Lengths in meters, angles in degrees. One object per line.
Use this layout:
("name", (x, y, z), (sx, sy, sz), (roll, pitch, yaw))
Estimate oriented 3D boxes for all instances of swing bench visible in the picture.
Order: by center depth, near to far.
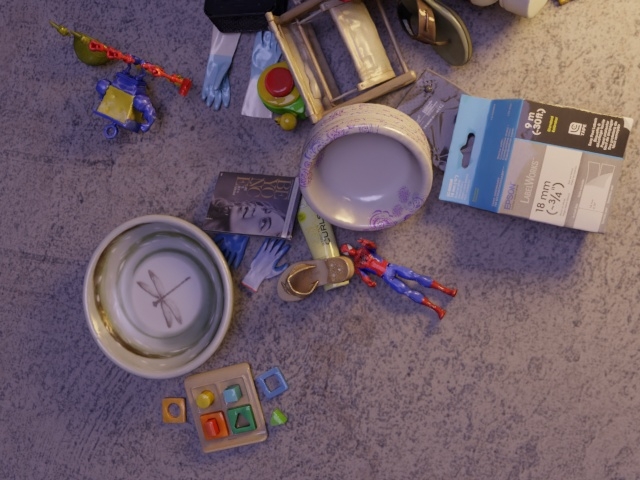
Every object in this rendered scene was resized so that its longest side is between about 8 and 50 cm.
("swing bench", (0.049, -0.421, 1.431), (0.255, 0.165, 0.253), (-21, 97, 13))

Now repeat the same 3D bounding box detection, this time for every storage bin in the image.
("storage bin", (-0.177, -0.576, 1.548), (0.180, 0.084, 0.122), (2, 81, 14))

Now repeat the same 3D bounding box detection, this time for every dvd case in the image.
("dvd case", (-0.159, -0.086, 1.550), (0.221, 0.018, 0.164), (6, 65, 14))

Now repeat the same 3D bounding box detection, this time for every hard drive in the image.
("hard drive", (0.292, -0.247, 1.451), (0.255, 0.054, 0.172), (39, 99, 10))

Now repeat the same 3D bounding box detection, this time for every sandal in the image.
("sandal", (0.208, -0.488, 1.401), (0.303, 0.120, 0.086), (43, 76, -16))
("sandal", (-0.039, 0.086, 1.476), (0.240, 0.079, 0.088), (-20, 81, 38))

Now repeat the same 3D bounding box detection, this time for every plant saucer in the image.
("plant saucer", (-0.388, 0.136, 1.600), (0.401, 0.100, 0.400), (0, 91, 14))

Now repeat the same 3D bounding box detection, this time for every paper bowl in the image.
("paper bowl", (0.099, -0.169, 1.413), (0.284, 0.148, 0.284), (3, 131, 3))

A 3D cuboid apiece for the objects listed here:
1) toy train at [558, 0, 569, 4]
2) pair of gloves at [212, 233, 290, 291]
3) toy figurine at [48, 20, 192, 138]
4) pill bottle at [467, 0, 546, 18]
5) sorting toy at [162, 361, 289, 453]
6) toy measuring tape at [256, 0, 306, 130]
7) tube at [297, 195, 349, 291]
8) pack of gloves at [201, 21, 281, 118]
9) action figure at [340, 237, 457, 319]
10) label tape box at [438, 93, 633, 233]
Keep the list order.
("toy train", (0.497, -0.584, 1.405), (0.166, 0.046, 0.125), (20, 95, 14))
("pair of gloves", (-0.172, 0.029, 1.586), (0.198, 0.023, 0.159), (36, 98, 12))
("toy figurine", (-0.523, -0.365, 1.599), (0.363, 0.191, 0.217), (25, 101, 14))
("pill bottle", (0.305, -0.630, 1.345), (0.392, 0.224, 0.224), (33, 98, 18))
("sorting toy", (-0.240, 0.415, 1.588), (0.348, 0.047, 0.195), (-16, 86, 14))
("toy measuring tape", (-0.092, -0.417, 1.526), (0.121, 0.121, 0.330), (-4, 81, 14))
("tube", (0.000, 0.000, 1.526), (0.070, 0.062, 0.240), (-14, 80, -20))
("pack of gloves", (-0.196, -0.426, 1.582), (0.195, 0.046, 0.232), (10, 93, 15))
("action figure", (0.160, 0.077, 1.446), (0.280, 0.139, 0.091), (28, 95, 15))
("label tape box", (0.440, -0.162, 1.349), (0.334, 0.106, 0.240), (11, 98, 3))
